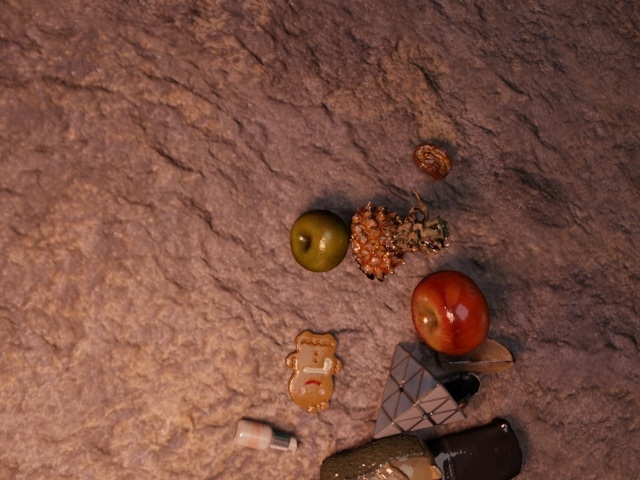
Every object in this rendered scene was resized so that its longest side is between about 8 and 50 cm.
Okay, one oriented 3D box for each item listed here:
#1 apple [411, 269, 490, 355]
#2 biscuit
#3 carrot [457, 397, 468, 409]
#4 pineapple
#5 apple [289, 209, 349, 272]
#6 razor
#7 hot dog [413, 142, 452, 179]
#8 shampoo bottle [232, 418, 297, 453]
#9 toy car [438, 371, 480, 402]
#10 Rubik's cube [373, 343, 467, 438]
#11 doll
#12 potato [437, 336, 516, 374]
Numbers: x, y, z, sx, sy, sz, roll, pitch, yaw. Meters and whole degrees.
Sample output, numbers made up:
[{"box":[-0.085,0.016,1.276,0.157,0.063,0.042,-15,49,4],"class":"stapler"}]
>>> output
[{"box":[0.421,0.229,1.575,0.206,0.251,0.271,-15,76,-23],"class":"apple"},{"box":[-0.024,0.410,1.534,0.184,0.035,0.248,11,82,-15],"class":"biscuit"},{"box":[0.445,0.573,1.660,0.142,0.035,0.035,-31,94,-11],"class":"carrot"},{"box":[0.266,-0.016,1.505,0.262,0.272,0.262,15,70,-45],"class":"pineapple"},{"box":[0.000,0.000,1.506,0.157,0.196,0.196,1,84,-41],"class":"apple"},{"box":[0.504,0.723,1.619,0.349,0.113,0.204,-10,85,-17],"class":"razor"},{"box":[0.393,-0.277,1.713,0.147,0.065,0.099,39,85,-12],"class":"hot dog"},{"box":[-0.160,0.583,1.454,0.192,0.074,0.074,18,80,-14],"class":"shampoo bottle"},{"box":[0.437,0.500,1.644,0.205,0.056,0.095,-17,103,-10],"class":"toy car"},{"box":[0.303,0.473,1.510,0.233,0.229,0.228,-19,106,-55],"class":"Rubik's cube"},{"box":[0.175,0.713,1.459,0.350,0.247,0.247,-1,85,-8],"class":"doll"},{"box":[0.514,0.393,1.684,0.261,0.100,0.120,1,47,-3],"class":"potato"}]
